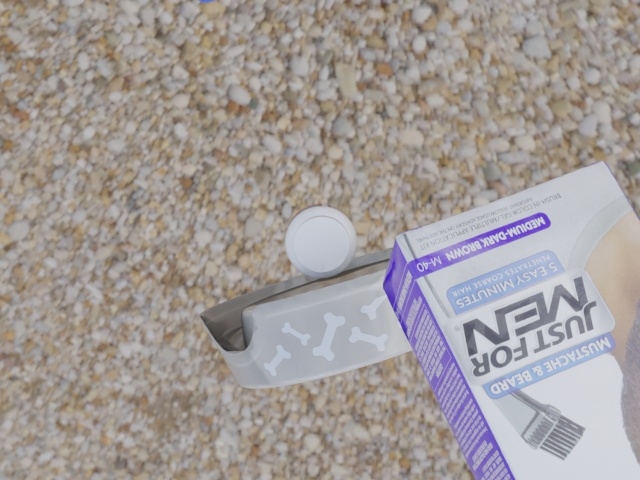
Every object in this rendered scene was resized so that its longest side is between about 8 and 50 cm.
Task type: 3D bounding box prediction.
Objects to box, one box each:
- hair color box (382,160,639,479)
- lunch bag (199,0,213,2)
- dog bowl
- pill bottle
[{"bbox_3d":[0.200,0.126,0.792,0.185,0.338,0.110,-20,159,-13],"label":"hair color box"},{"bbox_3d":[-0.193,-0.532,1.333,0.239,0.328,0.385,-15,75,-5],"label":"lunch bag"},{"bbox_3d":[0.031,0.086,1.320,0.349,0.349,0.102,-17,92,14],"label":"dog bowl"},{"bbox_3d":[0.000,0.000,1.287,0.086,0.152,0.086,0,94,0],"label":"pill bottle"}]
